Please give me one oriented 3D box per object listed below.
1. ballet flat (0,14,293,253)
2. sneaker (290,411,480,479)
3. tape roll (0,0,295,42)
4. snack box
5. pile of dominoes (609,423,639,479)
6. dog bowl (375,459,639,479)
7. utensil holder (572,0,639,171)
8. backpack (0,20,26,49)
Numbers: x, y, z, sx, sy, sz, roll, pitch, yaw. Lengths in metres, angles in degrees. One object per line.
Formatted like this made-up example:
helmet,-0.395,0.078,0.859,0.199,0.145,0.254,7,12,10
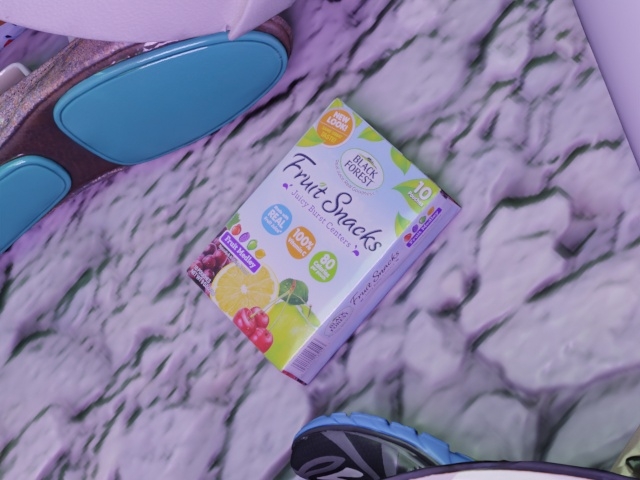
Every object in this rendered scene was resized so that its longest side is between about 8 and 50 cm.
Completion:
ballet flat,-0.165,-0.087,1.146,0.316,0.107,0.106,-29,53,14
sneaker,0.056,0.148,0.958,0.188,0.067,0.078,24,77,30
tape roll,-0.139,-0.291,1.075,0.072,0.392,0.392,122,138,-52
snack box,0.000,0.000,1.061,0.141,0.037,0.100,-48,58,4
pile of dominoes,0.270,0.081,0.886,0.196,0.040,0.251,33,89,33
dog bowl,0.092,0.308,0.781,0.408,0.150,0.408,-3,77,12
utensil holder,0.276,-0.104,0.763,0.327,0.327,0.385,-28,53,16
backpack,-0.271,-0.238,1.206,0.263,0.213,0.276,-44,60,19
